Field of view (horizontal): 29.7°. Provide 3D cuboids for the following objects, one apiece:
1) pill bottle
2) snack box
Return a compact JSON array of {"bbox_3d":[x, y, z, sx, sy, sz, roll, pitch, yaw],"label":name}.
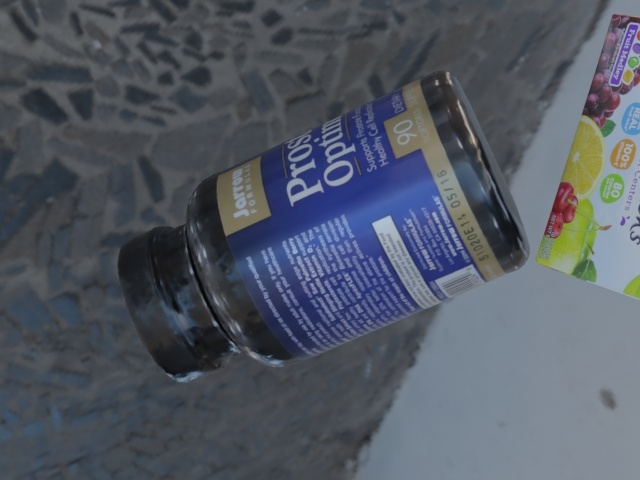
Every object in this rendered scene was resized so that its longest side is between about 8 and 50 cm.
[{"bbox_3d":[0.000,0.000,0.699,0.219,0.123,0.123,-24,152,11],"label":"pill bottle"},{"bbox_3d":[0.179,-0.040,0.625,0.037,0.100,0.141,11,97,-43],"label":"snack box"}]
